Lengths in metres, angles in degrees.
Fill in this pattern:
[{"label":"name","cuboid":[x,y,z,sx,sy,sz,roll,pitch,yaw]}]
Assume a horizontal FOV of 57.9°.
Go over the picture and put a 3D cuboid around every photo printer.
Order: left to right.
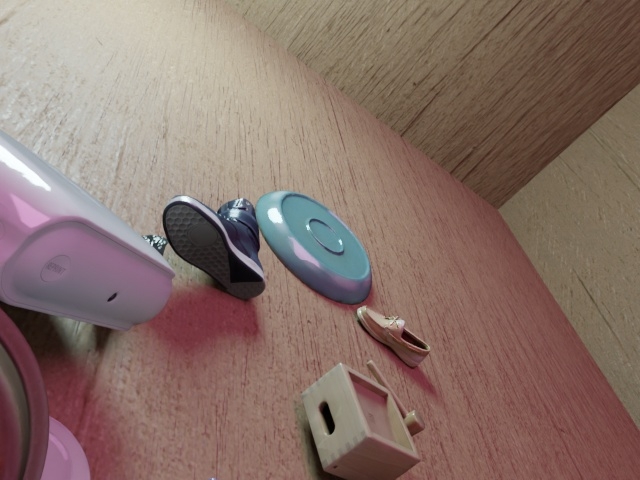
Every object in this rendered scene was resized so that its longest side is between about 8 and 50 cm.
[{"label":"photo printer","cuboid":[-0.297,-0.029,0.564,0.256,0.107,0.307,37,-8,13]}]

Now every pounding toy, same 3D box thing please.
[{"label":"pounding toy","cuboid":[0.070,0.271,0.869,0.206,0.094,0.181,37,18,-37]}]

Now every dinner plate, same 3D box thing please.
[{"label":"dinner plate","cuboid":[-0.273,0.209,0.521,0.141,0.017,0.141,34,25,-18]}]

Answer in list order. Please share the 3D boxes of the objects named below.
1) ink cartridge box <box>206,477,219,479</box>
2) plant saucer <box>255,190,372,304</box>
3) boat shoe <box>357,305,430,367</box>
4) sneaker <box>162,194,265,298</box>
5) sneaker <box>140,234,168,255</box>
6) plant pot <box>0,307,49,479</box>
[{"label":"ink cartridge box","cuboid":[-0.058,0.278,0.415,0.311,0.186,0.065,53,15,-39]},{"label":"plant saucer","cuboid":[0.000,0.000,1.248,0.318,0.043,0.317,34,26,-19]},{"label":"boat shoe","cuboid":[0.150,0.182,1.164,0.170,0.059,0.063,40,24,-9]},{"label":"sneaker","cuboid":[-0.169,-0.028,0.924,0.226,0.086,0.163,54,19,-43]},{"label":"sneaker","cuboid":[-0.247,0.043,0.781,0.089,0.051,0.170,24,26,-30]},{"label":"plant pot","cuboid":[-0.262,0.114,0.308,0.263,0.229,0.263,14,67,-37]}]
